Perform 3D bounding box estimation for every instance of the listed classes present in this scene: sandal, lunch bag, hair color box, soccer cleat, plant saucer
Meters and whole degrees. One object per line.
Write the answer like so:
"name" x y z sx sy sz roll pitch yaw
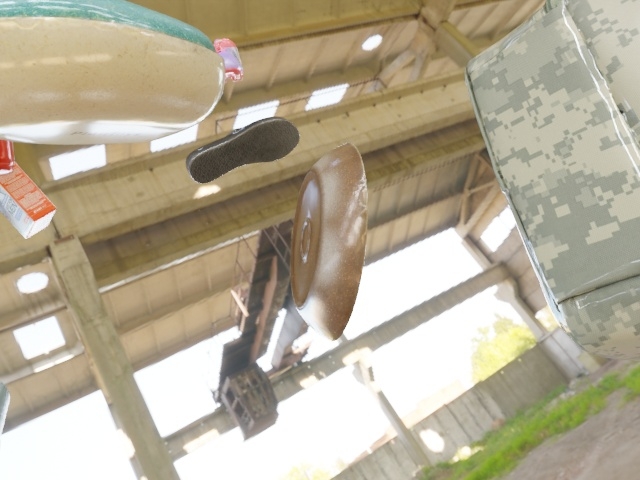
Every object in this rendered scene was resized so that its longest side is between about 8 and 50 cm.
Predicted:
"sandal" -0.166 -0.203 1.121 0.254 0.054 0.097 -21 -49 -17
"lunch bag" 0.293 -0.075 0.396 0.212 0.305 0.256 15 -35 -36
"hair color box" -0.574 -0.094 0.976 0.093 0.167 0.053 -31 10 48
"soccer cleat" -0.201 -0.370 1.082 0.083 0.095 0.248 -12 18 -2
"plant saucer" 0.000 0.000 0.528 0.036 0.199 0.198 6 -37 -14

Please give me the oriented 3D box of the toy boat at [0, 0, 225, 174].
"toy boat" -0.269 -0.159 0.503 0.318 0.148 0.267 -7 4 33

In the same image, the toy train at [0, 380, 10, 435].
"toy train" -0.434 0.263 0.596 0.142 0.334 0.190 25 -91 -25
